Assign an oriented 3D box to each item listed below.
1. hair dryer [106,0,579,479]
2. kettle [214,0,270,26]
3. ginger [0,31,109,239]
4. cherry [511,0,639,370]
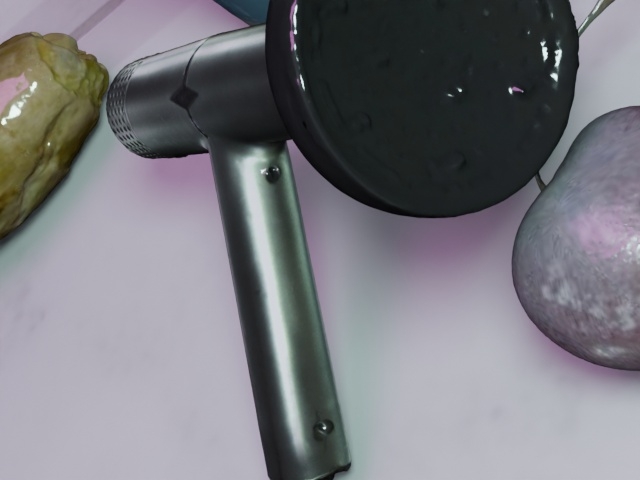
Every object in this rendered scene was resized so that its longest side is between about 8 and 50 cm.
[{"bbox_3d":[0.020,-0.006,0.974,0.156,0.284,0.320,-31,4,-28],"label":"hair dryer"},{"bbox_3d":[-0.045,-0.319,1.095,0.319,0.342,0.247,-36,47,22],"label":"kettle"},{"bbox_3d":[-0.253,-0.041,1.301,0.263,0.109,0.116,-43,48,18],"label":"ginger"},{"bbox_3d":[0.174,-0.025,0.904,0.188,0.115,0.148,-59,22,-8],"label":"cherry"}]
